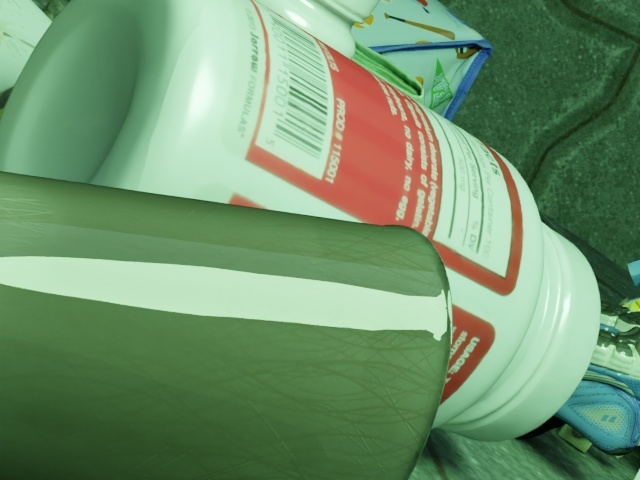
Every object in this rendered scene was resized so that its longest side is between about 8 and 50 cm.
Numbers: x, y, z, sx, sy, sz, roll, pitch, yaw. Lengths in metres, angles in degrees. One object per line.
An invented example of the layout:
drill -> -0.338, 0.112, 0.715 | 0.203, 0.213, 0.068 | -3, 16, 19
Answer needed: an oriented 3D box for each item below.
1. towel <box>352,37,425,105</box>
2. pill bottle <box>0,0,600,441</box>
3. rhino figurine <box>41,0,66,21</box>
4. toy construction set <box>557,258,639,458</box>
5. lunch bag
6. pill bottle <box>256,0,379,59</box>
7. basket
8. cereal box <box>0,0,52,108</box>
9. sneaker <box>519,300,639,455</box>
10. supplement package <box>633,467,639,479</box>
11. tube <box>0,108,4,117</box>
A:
towel -> 0.017, -0.102, 1.260 | 0.248, 0.038, 0.325 | 38, -24, 27
pill bottle -> 0.000, 0.000, 0.837 | 0.408, 0.229, 0.229 | 27, 15, -36
rhino figurine -> -0.231, -0.159, 1.132 | 0.073, 0.106, 0.243 | -10, 28, -17
toy construction set -> 0.368, 0.154, 1.361 | 0.328, 0.151, 0.215 | -36, 106, -58
lunch bag -> -0.047, -0.238, 1.559 | 0.385, 0.239, 0.328 | -9, 43, -40
pill bottle -> -0.048, -0.137, 0.948 | 0.119, 0.208, 0.119 | 34, 14, -9
basket -> -0.089, 0.053, 0.548 | 0.227, 0.204, 0.154 | 17, 31, -31
cereal box -> -0.290, -0.156, 0.865 | 0.173, 0.047, 0.240 | 47, 26, -6
sneaker -> 0.176, 0.111, 1.182 | 0.130, 0.147, 0.330 | -8, 21, -36
supplement package -> 0.329, 0.244, 0.780 | 0.263, 0.198, 0.199 | 31, 8, 36
tube -> -0.318, -0.153, 0.940 | 0.240, 0.062, 0.070 | 26, 22, -43
